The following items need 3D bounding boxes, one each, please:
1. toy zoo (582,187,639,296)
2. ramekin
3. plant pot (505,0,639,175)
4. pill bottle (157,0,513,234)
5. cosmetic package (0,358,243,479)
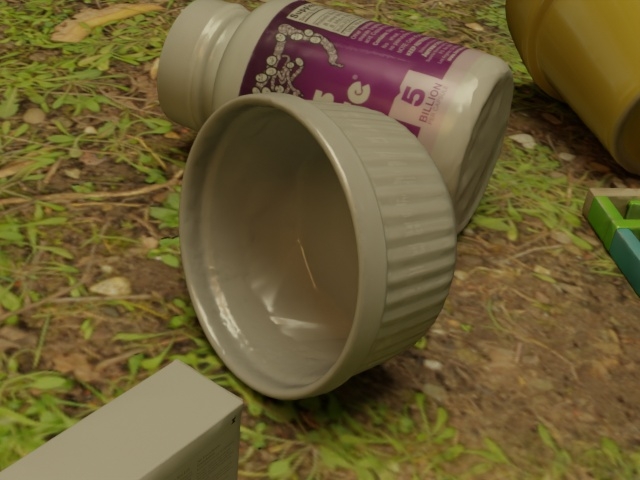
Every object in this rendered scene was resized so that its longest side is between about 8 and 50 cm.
[{"bbox_3d":[0.370,0.043,0.832,0.192,0.030,0.293,0,34,-12],"label":"toy zoo"},{"bbox_3d":[0.000,0.000,0.676,0.109,0.207,0.207,-9,36,-39],"label":"ramekin"},{"bbox_3d":[0.349,-0.206,1.033,0.253,0.254,0.239,0,50,-12],"label":"plant pot"},{"bbox_3d":[0.008,-0.124,0.884,0.301,0.169,0.169,20,35,19],"label":"pill bottle"},{"bbox_3d":[-0.141,0.162,0.491,0.060,0.099,0.239,29,38,28],"label":"cosmetic package"}]
